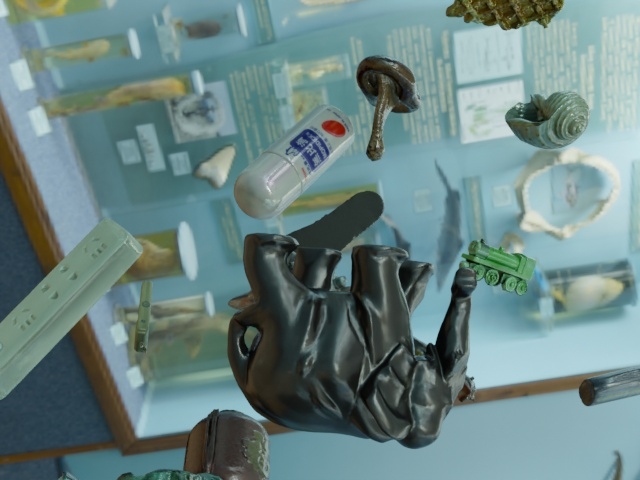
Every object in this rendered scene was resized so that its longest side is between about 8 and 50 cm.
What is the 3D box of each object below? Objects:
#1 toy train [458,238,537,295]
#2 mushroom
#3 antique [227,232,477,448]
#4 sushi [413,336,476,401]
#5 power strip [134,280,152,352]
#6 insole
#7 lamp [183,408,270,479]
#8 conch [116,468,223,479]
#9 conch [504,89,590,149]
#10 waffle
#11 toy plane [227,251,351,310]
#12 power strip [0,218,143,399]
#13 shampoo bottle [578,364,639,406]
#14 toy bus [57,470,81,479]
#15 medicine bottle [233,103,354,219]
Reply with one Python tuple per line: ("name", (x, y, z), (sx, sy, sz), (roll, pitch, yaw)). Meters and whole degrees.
("toy train", (0.488, 0.072, 2.140), (0.085, 0.251, 0.119), (21, -89, 57))
("mushroom", (0.143, -0.295, 1.791), (0.227, 0.148, 0.217), (44, 58, -56))
("antique", (0.040, 0.135, 1.021), (0.185, 0.322, 0.255), (121, -26, -78))
("sushi", (0.136, 0.200, 1.213), (0.226, 0.103, 0.097), (34, -6, 25))
("power strip", (-0.381, 0.167, 1.671), (0.169, 0.028, 0.076), (-98, -162, -48))
("insole", (0.000, 0.000, 1.677), (0.111, 0.328, 0.007), (53, -6, 17))
("lamp", (-0.185, 0.436, 1.521), (0.258, 0.180, 0.180), (-94, 173, -52))
("conch", (-0.198, 0.407, 1.128), (0.196, 0.202, 0.134), (-52, -133, 48))
("conch", (0.422, -0.218, 1.442), (0.153, 0.135, 0.102), (15, -53, 68))
("waffle", (0.360, -0.477, 1.433), (0.238, 0.243, 0.058), (124, -36, -59))
("toy plane", (-0.064, 0.084, 1.349), (0.223, 0.326, 0.104), (30, 70, -33))
("power strip", (-0.476, 0.123, 1.366), (0.091, 0.385, 0.062), (31, -18, 36))
("shampoo bottle", (0.625, 0.275, 1.524), (0.087, 0.234, 0.049), (97, -20, -56))
("toy bus", (-0.578, 0.639, 1.610), (0.133, 0.271, 0.165), (46, 0, -27))
("medicine bottle", (-0.065, -0.174, 1.771), (0.341, 0.130, 0.130), (-45, 138, -35))
